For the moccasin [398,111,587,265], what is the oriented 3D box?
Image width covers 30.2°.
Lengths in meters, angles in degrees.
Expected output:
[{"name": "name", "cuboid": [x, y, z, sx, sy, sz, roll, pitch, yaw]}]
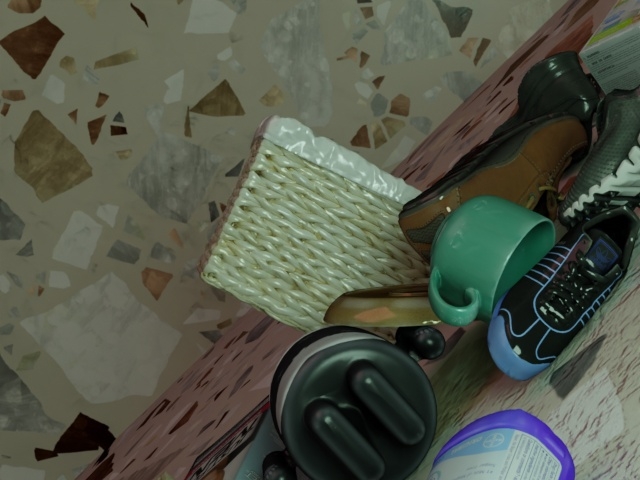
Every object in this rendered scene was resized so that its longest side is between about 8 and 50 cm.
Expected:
[{"name": "moccasin", "cuboid": [0.244, -0.056, 1.489, 0.139, 0.147, 0.380, -27, 6, 36]}]

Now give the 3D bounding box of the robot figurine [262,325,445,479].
[{"name": "robot figurine", "cuboid": [0.034, 0.185, 1.319, 0.209, 0.173, 0.278, -4, 2, -8]}]

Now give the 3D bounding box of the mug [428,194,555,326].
[{"name": "mug", "cuboid": [0.170, 0.017, 1.264, 0.158, 0.097, 0.129, -2, -65, -58]}]

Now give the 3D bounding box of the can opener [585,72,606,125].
[{"name": "can opener", "cuboid": [0.419, -0.211, 1.926, 0.095, 0.076, 0.283, -13, -5, -19]}]

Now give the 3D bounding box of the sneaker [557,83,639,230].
[{"name": "sneaker", "cuboid": [0.324, -0.103, 1.261, 0.234, 0.078, 0.106, -54, 42, 46]}]

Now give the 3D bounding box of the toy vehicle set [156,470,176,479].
[{"name": "toy vehicle set", "cuboid": [-0.222, 0.365, 1.392, 0.166, 0.035, 0.267, -47, 6, -7]}]

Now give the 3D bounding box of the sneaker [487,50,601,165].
[{"name": "sneaker", "cuboid": [0.335, -0.148, 1.776, 0.109, 0.130, 0.286, -21, -27, -21]}]

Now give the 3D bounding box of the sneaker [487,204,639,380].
[{"name": "sneaker", "cuboid": [0.250, 0.044, 1.202, 0.232, 0.081, 0.090, -49, 0, -40]}]

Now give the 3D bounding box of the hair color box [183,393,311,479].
[{"name": "hair color box", "cuboid": [-0.110, 0.346, 1.464, 0.185, 0.113, 0.374, -43, 7, 21]}]

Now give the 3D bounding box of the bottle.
[{"name": "bottle", "cuboid": [0.100, 0.241, 0.846, 0.118, 0.092, 0.283, -39, 9, 39]}]

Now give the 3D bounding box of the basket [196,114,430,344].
[{"name": "basket", "cuboid": [0.000, 0.000, 1.799, 0.266, 0.331, 0.328, -62, 7, -1]}]

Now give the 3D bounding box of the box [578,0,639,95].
[{"name": "box", "cuboid": [0.485, -0.303, 1.749, 0.114, 0.103, 0.203, -23, 21, 48]}]

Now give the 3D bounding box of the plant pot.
[{"name": "plant pot", "cuboid": [0.120, 0.073, 1.411, 0.236, 0.032, 0.236, -4, 1, 0]}]
